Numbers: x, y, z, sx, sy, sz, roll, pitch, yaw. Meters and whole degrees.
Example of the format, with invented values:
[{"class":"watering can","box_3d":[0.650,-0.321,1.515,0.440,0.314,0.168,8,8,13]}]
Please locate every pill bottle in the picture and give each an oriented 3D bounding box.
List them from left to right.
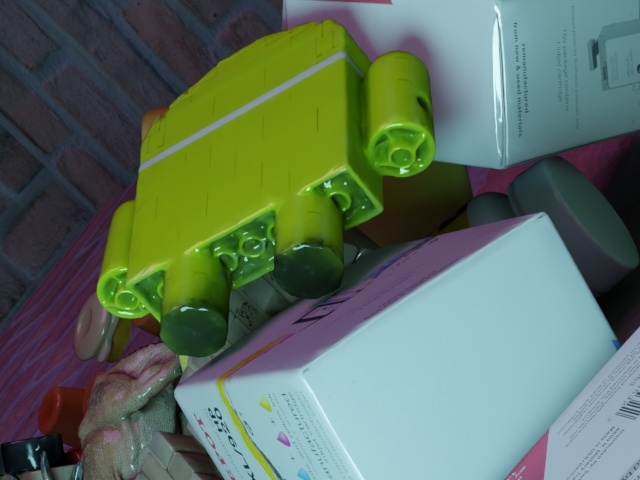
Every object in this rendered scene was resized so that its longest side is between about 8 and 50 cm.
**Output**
[{"class":"pill bottle","box_3d":[0.111,0.042,1.285,0.208,0.119,0.119,-41,12,21]}]

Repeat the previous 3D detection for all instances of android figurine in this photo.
[{"class":"android figurine","box_3d":[-0.040,-0.044,1.182,0.248,0.056,0.273,-29,32,19]}]

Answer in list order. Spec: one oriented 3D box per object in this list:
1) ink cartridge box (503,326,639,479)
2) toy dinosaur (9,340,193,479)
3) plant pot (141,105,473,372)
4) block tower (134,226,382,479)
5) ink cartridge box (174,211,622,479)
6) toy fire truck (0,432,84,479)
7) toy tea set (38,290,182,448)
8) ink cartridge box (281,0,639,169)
[{"class":"ink cartridge box","box_3d":[0.171,0.131,0.812,0.172,0.100,0.237,-47,11,-8]},{"class":"toy dinosaur","box_3d":[-0.173,0.184,1.606,0.200,0.127,0.296,-2,64,47]},{"class":"plant pot","box_3d":[0.000,0.000,1.448,0.239,0.254,0.254,-11,15,1]},{"class":"block tower","box_3d":[-0.051,0.140,1.256,0.097,0.091,0.335,40,110,50]},{"class":"ink cartridge box","box_3d":[0.053,0.107,1.047,0.168,0.171,0.232,-32,5,-21]},{"class":"toy fire truck","box_3d":[-0.208,0.219,1.807,0.246,0.159,0.217,-7,-6,-26]},{"class":"toy tea set","box_3d":[-0.202,0.147,2.135,0.336,0.124,0.200,-23,54,54]},{"class":"ink cartridge box","box_3d":[0.143,-0.138,1.336,0.207,0.117,0.283,9,18,44]}]
